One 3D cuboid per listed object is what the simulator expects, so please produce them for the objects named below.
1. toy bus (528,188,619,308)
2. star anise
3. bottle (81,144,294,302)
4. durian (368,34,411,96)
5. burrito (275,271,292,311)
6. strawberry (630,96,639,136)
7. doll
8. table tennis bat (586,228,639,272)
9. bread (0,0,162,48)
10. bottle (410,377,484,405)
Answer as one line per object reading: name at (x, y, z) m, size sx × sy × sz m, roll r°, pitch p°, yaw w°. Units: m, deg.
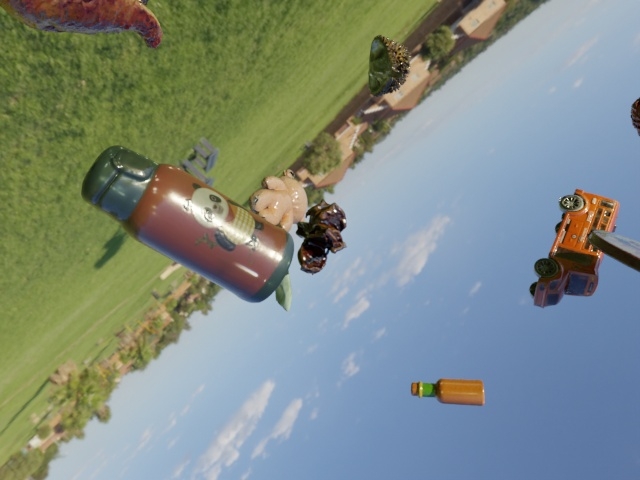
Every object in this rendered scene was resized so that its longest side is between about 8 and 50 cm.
toy bus at (0.665, 0.032, 1.266) m, size 0.329 × 0.153 × 0.143 m, roll -55°, pitch 147°, yaw -24°
star anise at (0.000, 0.000, 1.261) m, size 0.190 × 0.126 × 0.220 m, roll -34°, pitch -144°, yaw 37°
bottle at (-0.214, -0.026, 0.788) m, size 0.144 × 0.336 × 0.144 m, roll -43°, pitch -150°, yaw 31°
durian at (0.178, -0.423, 1.186) m, size 0.091 × 0.148 × 0.188 m, roll -3°, pitch -151°, yaw -11°
burrito at (-0.095, 0.116, 1.204) m, size 0.044 × 0.118 × 0.074 m, roll -21°, pitch -154°, yaw -26°
strawberry at (0.460, -0.159, 0.638) m, size 0.083 × 0.096 × 0.083 m, roll -30°, pitch 153°, yaw -17°
doll at (-0.162, -0.115, 1.566) m, size 0.156 × 0.201 × 0.303 m, roll -8°, pitch -170°, yaw 29°
table tennis bat at (0.718, 0.074, 0.955) m, size 0.414 × 0.268 × 0.051 m, roll -123°, pitch -131°, yaw -61°
bread at (-0.317, -0.352, 0.686) m, size 0.269 × 0.095 × 0.139 m, roll -9°, pitch 138°, yaw -49°
bottle at (0.334, 0.397, 1.276) m, size 0.187 × 0.069 × 0.069 m, roll 0°, pitch -163°, yaw 13°
